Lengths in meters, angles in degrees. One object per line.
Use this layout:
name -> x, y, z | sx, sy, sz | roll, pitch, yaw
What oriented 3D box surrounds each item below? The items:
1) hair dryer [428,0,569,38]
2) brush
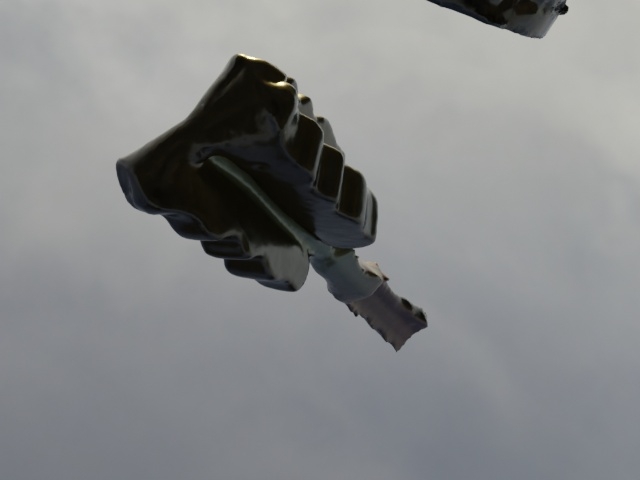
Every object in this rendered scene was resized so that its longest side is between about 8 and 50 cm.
hair dryer -> 0.099, -0.100, 0.282 | 0.089, 0.197, 0.251 | 13, -152, -36
brush -> 0.000, 0.000, 0.677 | 0.071, 0.084, 0.301 | 58, -173, 28
